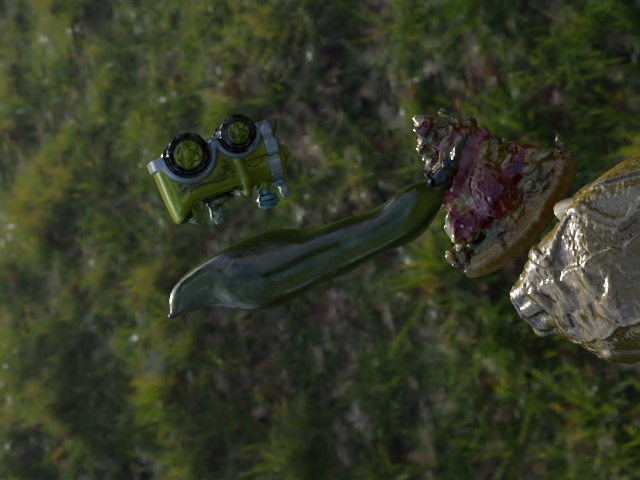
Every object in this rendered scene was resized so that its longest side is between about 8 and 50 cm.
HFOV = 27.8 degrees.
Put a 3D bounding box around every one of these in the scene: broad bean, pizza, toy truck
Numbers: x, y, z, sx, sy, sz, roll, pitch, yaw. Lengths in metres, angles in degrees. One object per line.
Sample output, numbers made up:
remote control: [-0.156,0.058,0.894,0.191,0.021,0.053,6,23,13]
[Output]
broad bean: [0.003,0.005,1.203,0.067,0.325,0.075,33,-145,-78]
pizza: [0.165,-0.073,1.408,0.199,0.062,0.188,43,111,18]
toy truck: [-0.075,-0.054,1.016,0.076,0.111,0.077,170,80,-79]

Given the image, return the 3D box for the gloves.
gloves: [0.298,0.010,1.178,0.356,0.155,0.203,-48,55,54]
